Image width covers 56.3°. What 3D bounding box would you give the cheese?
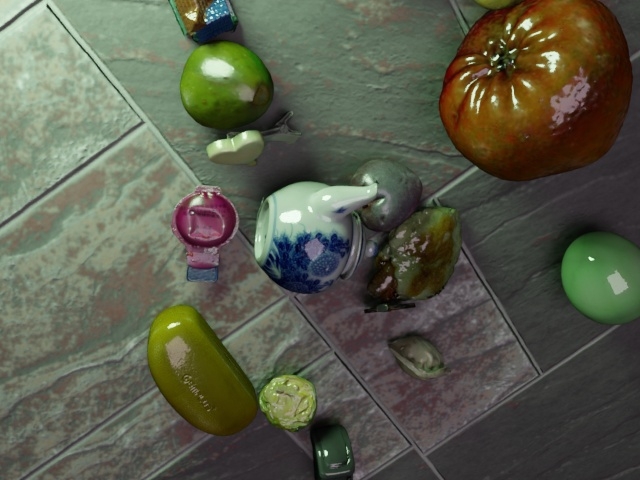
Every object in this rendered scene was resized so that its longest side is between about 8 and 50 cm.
[{"bbox_3d":[-0.269,-0.013,1.388,0.155,0.062,0.244,2,113,-13],"label":"cheese"}]

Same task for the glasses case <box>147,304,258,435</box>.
[{"bbox_3d":[-0.302,0.341,1.487,0.173,0.141,0.371,-29,115,1],"label":"glasses case"}]

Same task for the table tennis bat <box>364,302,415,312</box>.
[{"bbox_3d":[0.170,0.170,1.499,0.131,0.220,0.019,-9,81,13],"label":"table tennis bat"}]

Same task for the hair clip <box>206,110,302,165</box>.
[{"bbox_3d":[-0.147,-0.209,1.295,0.219,0.159,0.071,-22,80,-30],"label":"hair clip"}]

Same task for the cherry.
[{"bbox_3d":[0.148,-0.111,1.399,0.176,0.140,0.175,3,84,-29],"label":"cherry"}]

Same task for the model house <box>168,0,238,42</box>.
[{"bbox_3d":[-0.228,-0.456,1.161,0.120,0.148,0.148,-23,118,-4],"label":"model house"}]

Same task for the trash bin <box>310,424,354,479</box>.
[{"bbox_3d":[0.032,0.635,1.671,0.101,0.176,0.236,-7,117,-11],"label":"trash bin"}]

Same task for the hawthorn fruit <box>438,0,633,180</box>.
[{"bbox_3d":[0.468,-0.302,1.283,0.404,0.402,0.402,-5,113,-11],"label":"hawthorn fruit"}]

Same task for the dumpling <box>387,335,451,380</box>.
[{"bbox_3d":[0.276,0.325,1.621,0.199,0.136,0.118,14,102,-29],"label":"dumpling"}]

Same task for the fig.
[{"bbox_3d":[-0.185,-0.312,1.224,0.181,0.191,0.180,-23,121,-43],"label":"fig"}]

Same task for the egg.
[{"bbox_3d":[0.759,0.099,1.587,0.221,0.220,0.269,-34,105,3],"label":"egg"}]

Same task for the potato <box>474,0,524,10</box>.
[{"bbox_3d":[0.403,-0.566,1.274,0.176,0.137,0.137,-24,116,0],"label":"potato"}]

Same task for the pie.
[{"bbox_3d":[0.257,0.041,1.523,0.257,0.105,0.274,5,115,-31],"label":"pie"}]

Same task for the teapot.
[{"bbox_3d":[0.000,0.000,1.350,0.280,0.252,0.424,10,142,-18],"label":"teapot"}]

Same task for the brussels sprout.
[{"bbox_3d":[-0.085,0.426,1.588,0.149,0.122,0.151,-28,89,-15],"label":"brussels sprout"}]
